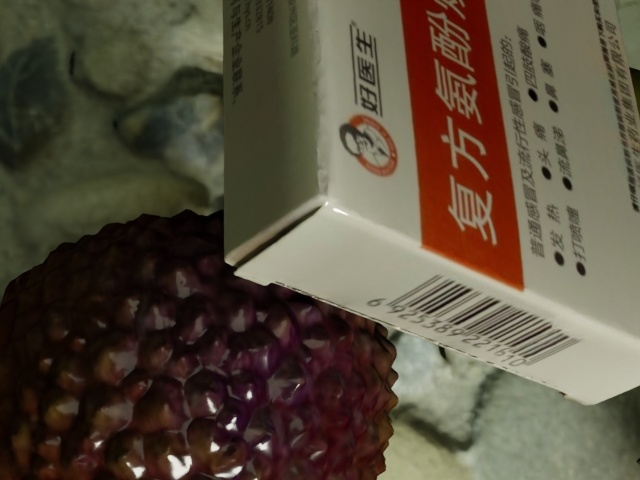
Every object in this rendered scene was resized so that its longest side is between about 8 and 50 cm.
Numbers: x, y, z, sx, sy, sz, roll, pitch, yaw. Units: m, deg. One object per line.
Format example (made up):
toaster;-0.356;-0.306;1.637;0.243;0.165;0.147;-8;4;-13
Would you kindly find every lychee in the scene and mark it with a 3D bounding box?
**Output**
lychee;-0.059;0.084;0.554;0.188;0.188;0.188;9;65;-20

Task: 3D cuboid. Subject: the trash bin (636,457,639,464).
trash bin;0.311;0.194;0.665;0.252;0.203;0.301;-28;78;10

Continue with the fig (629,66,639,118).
fig;0.142;-0.049;0.766;0.133;0.185;0.127;-9;112;-34

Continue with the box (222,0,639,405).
box;0.055;-0.117;0.623;0.214;0.069;0.353;23;49;-34
